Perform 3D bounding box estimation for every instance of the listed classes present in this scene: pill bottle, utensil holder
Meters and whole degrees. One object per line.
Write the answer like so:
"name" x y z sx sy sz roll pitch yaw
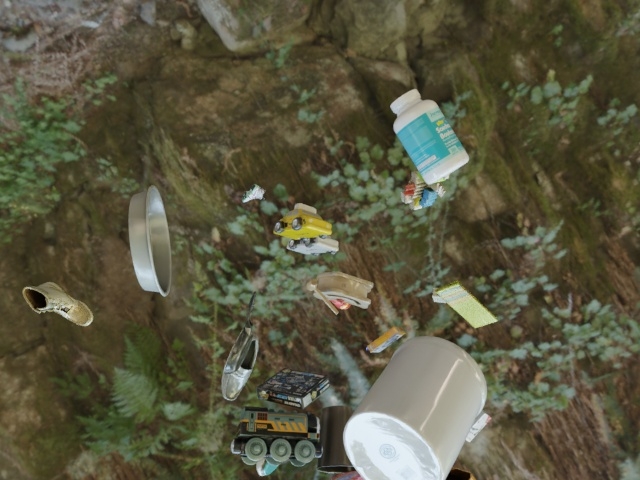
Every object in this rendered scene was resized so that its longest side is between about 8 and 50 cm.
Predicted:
"pill bottle" 0.313 -0.310 1.587 0.146 0.264 0.146 -31 179 -1
"utensil holder" 0.287 0.524 1.619 0.327 0.328 0.385 -28 -176 39

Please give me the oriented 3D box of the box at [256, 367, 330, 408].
"box" -0.102 0.549 2.007 0.220 0.051 0.175 0 -166 35

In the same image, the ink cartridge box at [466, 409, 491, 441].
"ink cartridge box" 0.605 0.728 2.137 0.135 0.056 0.099 -48 137 1

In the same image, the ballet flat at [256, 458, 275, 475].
"ballet flat" -0.177 0.828 2.197 0.139 0.139 0.400 -28 173 27

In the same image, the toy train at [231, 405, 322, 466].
"toy train" -0.153 0.704 1.937 0.333 0.190 0.142 7 149 -13

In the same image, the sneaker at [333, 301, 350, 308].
"sneaker" 0.091 0.254 2.416 0.107 0.118 0.279 -36 170 4

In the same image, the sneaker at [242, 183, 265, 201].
"sneaker" -0.234 -0.159 1.937 0.069 0.038 0.098 21 143 -33

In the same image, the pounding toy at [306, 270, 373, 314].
"pounding toy" 0.055 0.205 1.930 0.269 0.155 0.154 19 158 -19

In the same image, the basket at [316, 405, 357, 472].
"basket" 0.069 0.775 2.098 0.154 0.227 0.204 -26 142 33

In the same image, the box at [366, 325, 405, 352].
"box" 0.220 0.344 1.836 0.136 0.028 0.081 -42 154 14

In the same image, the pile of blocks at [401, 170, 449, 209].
"pile of blocks" 0.416 -0.218 2.198 0.112 0.149 0.362 -14 151 -18

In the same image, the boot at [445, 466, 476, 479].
"boot" 0.466 0.922 1.992 0.295 0.211 0.104 -22 -153 33

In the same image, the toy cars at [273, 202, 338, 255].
"toy cars" -0.033 -0.030 1.560 0.176 0.087 0.394 9 168 9

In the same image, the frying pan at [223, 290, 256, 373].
"frying pan" -0.276 0.348 1.988 0.197 0.053 0.326 73 41 -83

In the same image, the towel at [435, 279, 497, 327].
"towel" 0.518 0.229 1.906 0.102 0.237 0.021 -29 -150 42

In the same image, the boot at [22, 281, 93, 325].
"boot" -0.884 0.222 1.809 0.077 0.213 0.165 -51 -178 -3

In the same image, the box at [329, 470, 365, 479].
"box" 0.128 0.943 1.795 0.154 0.300 0.142 -24 166 28

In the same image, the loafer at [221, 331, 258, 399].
"loafer" -0.356 0.561 2.378 0.111 0.320 0.111 17 -178 -23

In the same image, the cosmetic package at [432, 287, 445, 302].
"cosmetic package" 0.508 0.221 2.136 0.115 0.041 0.060 5 153 22

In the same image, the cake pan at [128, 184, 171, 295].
"cake pan" -0.445 0.003 1.410 0.054 0.294 0.293 -6 177 -7
